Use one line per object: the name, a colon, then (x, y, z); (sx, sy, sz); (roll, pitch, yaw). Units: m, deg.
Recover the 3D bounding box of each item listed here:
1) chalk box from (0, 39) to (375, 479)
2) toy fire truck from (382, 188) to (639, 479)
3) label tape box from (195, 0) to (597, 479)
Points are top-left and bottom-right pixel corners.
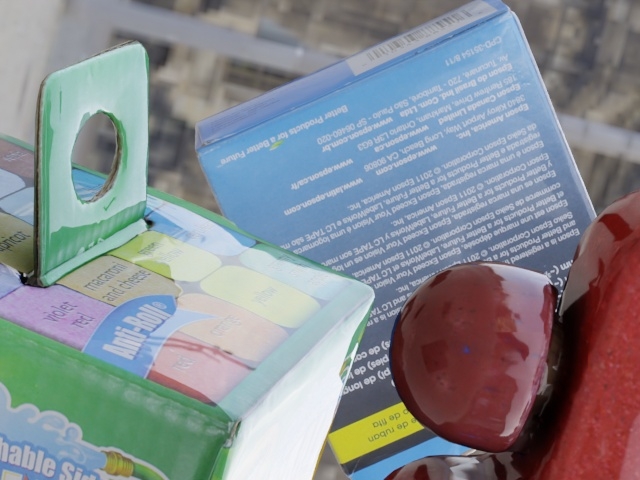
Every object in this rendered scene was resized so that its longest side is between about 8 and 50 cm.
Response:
chalk box: (-0.100, 0.075, 0.653); (0.180, 0.179, 0.289); (-38, 149, -68)
toy fire truck: (0.125, 0.113, 0.490); (0.169, 0.254, 0.302); (-103, -152, -73)
label tape box: (0.083, 0.025, 1.311); (0.106, 0.241, 0.333); (-110, 177, -75)
